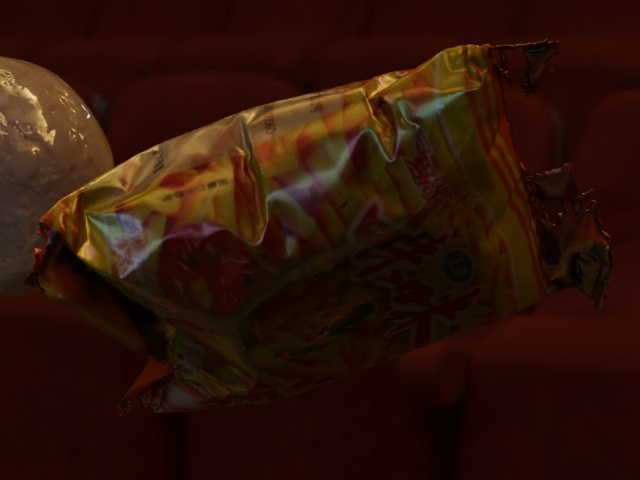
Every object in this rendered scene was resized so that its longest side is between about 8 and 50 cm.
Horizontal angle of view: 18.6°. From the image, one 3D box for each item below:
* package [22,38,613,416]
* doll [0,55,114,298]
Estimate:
[{"bbox_3d":[-0.001,-0.004,1.010,0.288,0.108,0.223,-21,-32,2],"label":"package"},{"bbox_3d":[-0.256,-0.037,1.081,0.287,0.151,0.151,0,4,-39],"label":"doll"}]
